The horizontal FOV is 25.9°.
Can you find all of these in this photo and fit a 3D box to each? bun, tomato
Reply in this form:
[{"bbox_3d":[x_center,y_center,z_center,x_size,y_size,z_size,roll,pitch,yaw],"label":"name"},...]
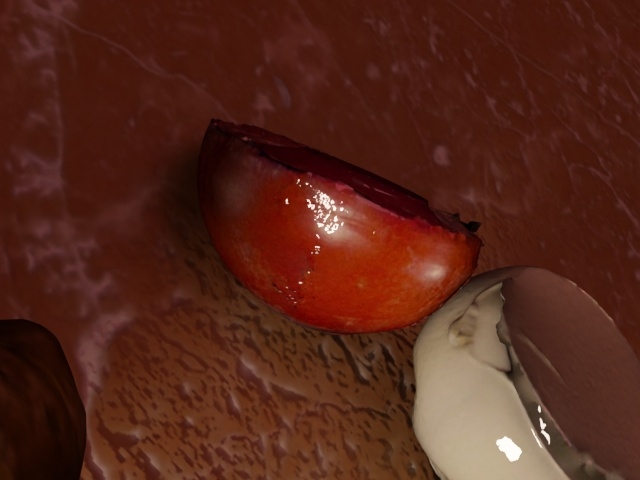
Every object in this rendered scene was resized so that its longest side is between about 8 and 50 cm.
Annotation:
[{"bbox_3d":[0.119,0.106,0.835,0.173,0.120,0.172,32,38,-30],"label":"bun"},{"bbox_3d":[0.000,0.000,0.821,0.173,0.099,0.189,21,5,-16],"label":"tomato"}]

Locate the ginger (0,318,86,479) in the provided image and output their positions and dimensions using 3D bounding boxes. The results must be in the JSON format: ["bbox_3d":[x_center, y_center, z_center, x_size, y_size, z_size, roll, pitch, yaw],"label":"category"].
[{"bbox_3d":[-0.201,0.068,0.457,0.321,0.165,0.172,41,57,-55],"label":"ginger"}]
